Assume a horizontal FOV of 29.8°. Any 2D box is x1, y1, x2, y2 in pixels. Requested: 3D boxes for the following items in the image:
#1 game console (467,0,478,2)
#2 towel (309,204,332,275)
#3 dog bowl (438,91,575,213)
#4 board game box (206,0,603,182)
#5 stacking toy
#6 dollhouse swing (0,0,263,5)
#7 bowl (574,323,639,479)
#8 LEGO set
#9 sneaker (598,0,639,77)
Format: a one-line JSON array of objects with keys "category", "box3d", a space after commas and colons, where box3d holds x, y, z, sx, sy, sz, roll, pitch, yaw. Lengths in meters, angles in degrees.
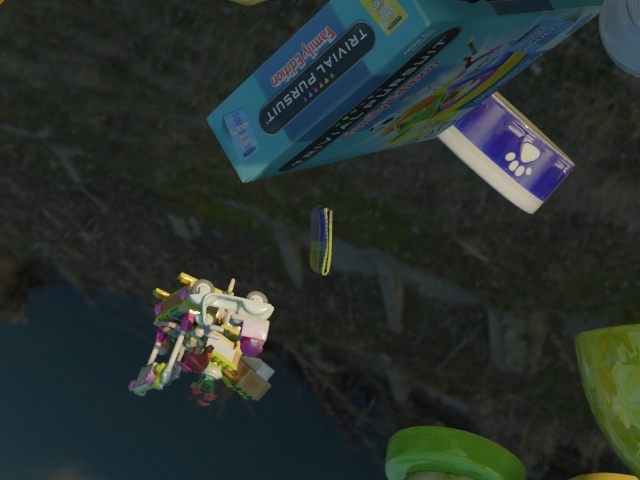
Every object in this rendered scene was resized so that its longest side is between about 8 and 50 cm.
[{"category": "game console", "box3d": [0.135, -0.269, 0.939, 0.107, 0.122, 0.071, 51, 170, 5]}, {"category": "towel", "box3d": [0.000, 0.000, 1.041, 0.009, 0.060, 0.083, 2, -177, -7]}, {"category": "dog bowl", "box3d": [0.272, -0.167, 1.896, 0.265, 0.265, 0.104, 40, 102, -9]}, {"category": "board game box", "box3d": [0.091, -0.174, 1.161, 0.254, 0.336, 0.079, -37, 78, 38]}, {"category": "stacking toy", "box3d": [0.167, 0.309, 1.131, 0.279, 0.130, 0.309, 20, 147, -2]}, {"category": "dollhouse swing", "box3d": [-0.205, -0.181, 0.631, 0.305, 0.315, 0.347, 32, 157, 11]}, {"category": "bowl", "box3d": [0.316, 0.133, 0.784, 0.289, 0.156, 0.289, -1, 171, 0]}, {"category": "LEGO set", "box3d": [-0.121, 0.124, 1.191, 0.132, 0.107, 0.287, 18, 159, 4]}, {"category": "sneaker", "box3d": [0.343, -0.294, 0.942, 0.366, 0.210, 0.137, -47, 66, 15]}]
